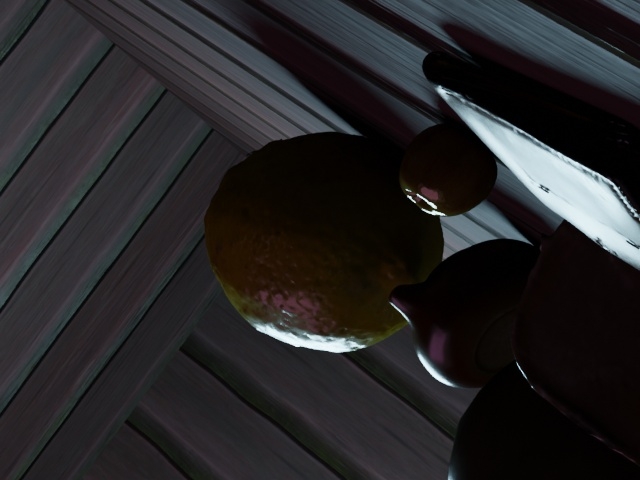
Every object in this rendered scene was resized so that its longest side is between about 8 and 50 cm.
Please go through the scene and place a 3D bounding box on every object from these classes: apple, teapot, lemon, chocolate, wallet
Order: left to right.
[{"bbox_3d":[0.000,0.000,1.816,0.310,0.253,0.253,14,163,43],"label":"lemon"},{"bbox_3d":[0.105,-0.057,1.324,0.084,0.071,0.084,36,178,1],"label":"apple"},{"bbox_3d":[0.187,0.065,1.718,0.252,0.178,0.135,-4,-138,-36],"label":"teapot"},{"bbox_3d":[0.166,-0.046,1.012,0.161,0.042,0.195,44,176,-39],"label":"wallet"},{"bbox_3d":[0.271,0.093,1.218,0.083,0.161,0.261,-5,-143,-47],"label":"chocolate"}]

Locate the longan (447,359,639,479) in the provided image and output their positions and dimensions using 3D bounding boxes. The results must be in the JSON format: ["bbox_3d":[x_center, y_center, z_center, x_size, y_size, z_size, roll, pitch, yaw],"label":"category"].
[{"bbox_3d":[0.299,0.253,1.397,0.404,0.336,0.404,42,169,10],"label":"longan"}]
